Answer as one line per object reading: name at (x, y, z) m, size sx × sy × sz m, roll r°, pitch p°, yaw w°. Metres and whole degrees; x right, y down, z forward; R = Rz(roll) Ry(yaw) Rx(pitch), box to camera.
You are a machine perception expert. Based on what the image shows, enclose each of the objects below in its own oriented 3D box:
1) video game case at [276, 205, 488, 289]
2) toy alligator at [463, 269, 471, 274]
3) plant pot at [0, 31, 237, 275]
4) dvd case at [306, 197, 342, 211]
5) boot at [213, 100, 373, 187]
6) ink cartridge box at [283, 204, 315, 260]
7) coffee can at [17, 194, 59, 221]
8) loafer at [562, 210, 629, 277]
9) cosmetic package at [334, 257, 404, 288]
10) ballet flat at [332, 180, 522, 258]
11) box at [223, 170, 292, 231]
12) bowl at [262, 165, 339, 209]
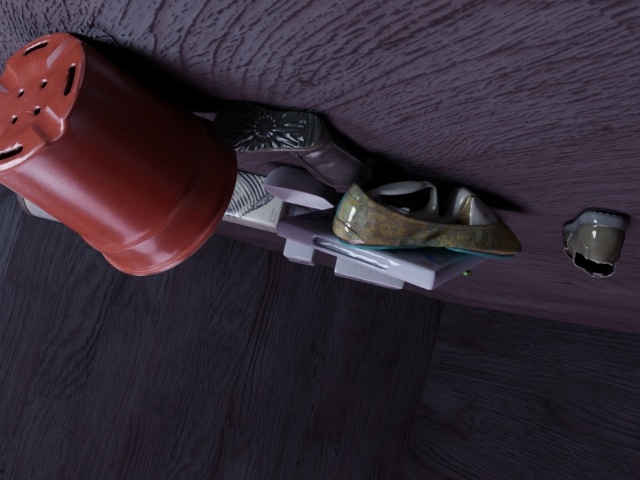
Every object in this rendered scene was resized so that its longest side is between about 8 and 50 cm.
video game case at (0.135, -0.007, 1.155) m, size 0.300 × 0.036 × 0.329 m, roll 19°, pitch -161°, yaw 29°
toy alligator at (0.363, 0.066, 1.919) m, size 0.190 × 0.056 × 0.051 m, roll 13°, pitch -146°, yaw 14°
plant pot at (-0.301, -0.122, 0.873) m, size 0.272 × 0.272 × 0.265 m, roll 11°, pitch 164°, yaw 32°
dvd case at (0.047, -0.064, 1.468) m, size 0.164 × 0.018 × 0.221 m, roll 31°, pitch 170°, yaw -39°
boot at (-0.035, -0.139, 0.958) m, size 0.190 × 0.076 × 0.208 m, roll 15°, pitch -179°, yaw 22°
ink cartridge box at (-0.043, -0.009, 1.760) m, size 0.082 × 0.139 × 0.190 m, roll 12°, pitch 174°, yaw 5°
coffee can at (-0.699, -0.139, 1.846) m, size 0.275 × 0.201 × 0.201 m, roll 13°, pitch 174°, yaw 12°
loafer at (0.449, 0.016, 1.062) m, size 0.094 × 0.087 × 0.251 m, roll 13°, pitch 173°, yaw 20°
cosmetic package at (0.142, 0.039, 1.698) m, size 0.184 × 0.151 × 0.151 m, roll 14°, pitch 175°, yaw 4°
ballet flat at (0.191, -0.038, 1.031) m, size 0.348 × 0.123 × 0.123 m, roll 4°, pitch 178°, yaw -19°
box at (-0.205, -0.102, 1.451) m, size 0.275 × 0.113 × 0.094 m, roll 12°, pitch 173°, yaw 10°
bowl at (-0.033, -0.106, 1.270) m, size 0.142 × 0.053 × 0.142 m, roll 12°, pitch 174°, yaw 19°
